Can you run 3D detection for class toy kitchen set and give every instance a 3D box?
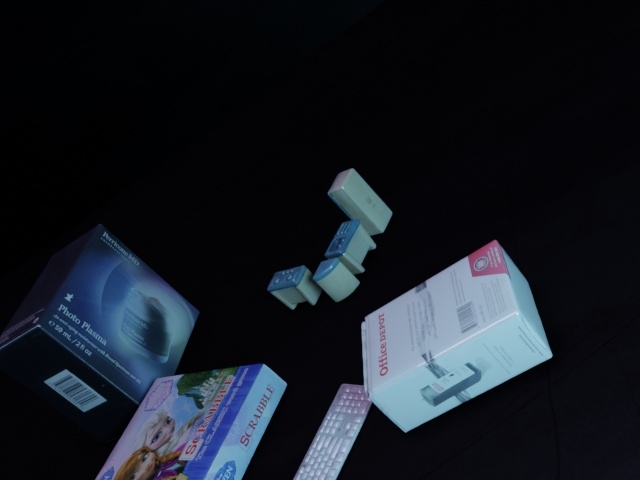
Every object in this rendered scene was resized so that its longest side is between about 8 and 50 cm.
[{"bbox_3d":[0.000,0.000,1.406,0.166,0.122,0.207,-16,36,45],"label":"toy kitchen set"}]

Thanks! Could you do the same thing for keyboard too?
[{"bbox_3d":[0.002,0.302,1.056,0.072,0.014,0.256,-12,39,49],"label":"keyboard"}]

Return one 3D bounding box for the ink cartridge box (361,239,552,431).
[{"bbox_3d":[0.165,0.122,1.004,0.218,0.092,0.158,-31,27,20],"label":"ink cartridge box"}]

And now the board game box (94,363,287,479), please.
[{"bbox_3d":[-0.237,0.355,1.265,0.318,0.066,0.318,-17,35,44],"label":"board game box"}]

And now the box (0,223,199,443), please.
[{"bbox_3d":[-0.434,0.181,1.559,0.183,0.296,0.294,-29,29,30],"label":"box"}]
